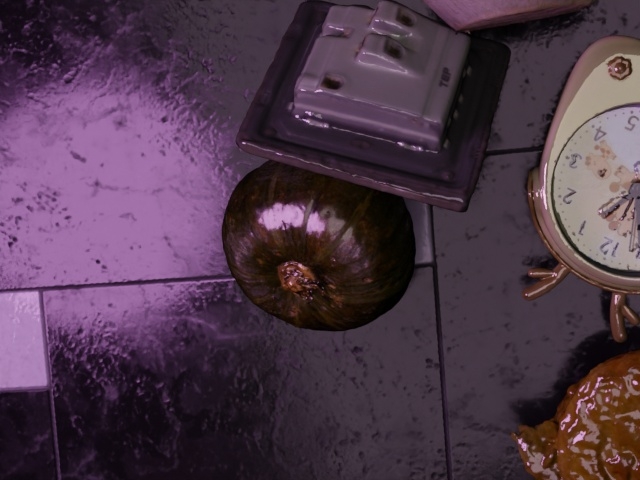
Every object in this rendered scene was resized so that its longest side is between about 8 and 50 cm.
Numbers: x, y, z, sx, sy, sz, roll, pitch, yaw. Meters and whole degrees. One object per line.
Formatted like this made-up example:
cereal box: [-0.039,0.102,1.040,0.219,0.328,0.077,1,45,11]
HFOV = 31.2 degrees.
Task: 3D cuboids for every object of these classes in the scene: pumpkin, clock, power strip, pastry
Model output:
pumpkin: [0.000,0.000,1.262,0.224,0.157,0.223,12,132,13]
clock: [0.339,-0.051,1.247,0.235,0.096,0.308,26,98,5]
power strip: [0.067,-0.168,1.219,0.251,0.257,0.092,19,141,2]
pastry: [0.370,0.236,1.259,0.235,0.132,0.240,-40,81,18]

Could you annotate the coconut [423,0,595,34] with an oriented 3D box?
coconut: [0.193,-0.341,1.187,0.227,0.227,0.230,-9,93,10]
